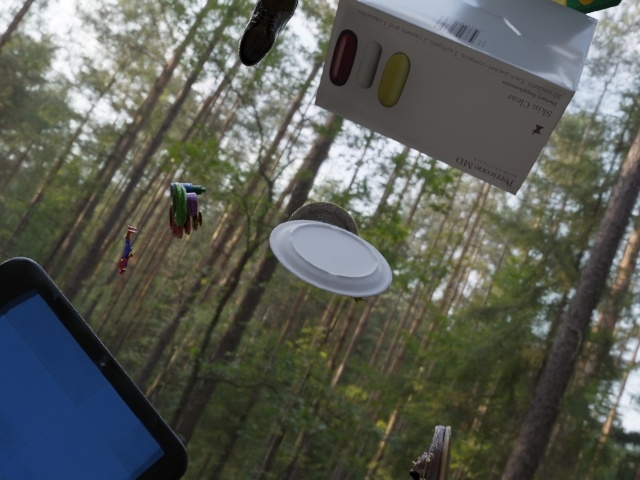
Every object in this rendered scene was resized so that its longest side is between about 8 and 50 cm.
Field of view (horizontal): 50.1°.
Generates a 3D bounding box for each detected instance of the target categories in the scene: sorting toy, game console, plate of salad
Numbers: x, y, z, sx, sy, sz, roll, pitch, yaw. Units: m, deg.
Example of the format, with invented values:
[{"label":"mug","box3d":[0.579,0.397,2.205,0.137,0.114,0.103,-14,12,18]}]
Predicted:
[{"label":"sorting toy","box3d":[-0.156,-0.040,0.819,0.042,0.061,0.102,-3,-15,-18]},{"label":"game console","box3d":[-0.296,0.181,0.608,0.293,0.173,0.250,50,6,0]},{"label":"plate of salad","box3d":[0.014,0.032,1.059,0.200,0.200,0.048,23,-61,5]}]

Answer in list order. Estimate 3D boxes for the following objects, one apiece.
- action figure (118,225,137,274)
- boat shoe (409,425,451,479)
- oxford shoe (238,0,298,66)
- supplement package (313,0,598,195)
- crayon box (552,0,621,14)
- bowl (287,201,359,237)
[{"label":"action figure","box3d":[-0.437,0.027,1.550,0.030,0.115,0.038,13,18,-26]},{"label":"boat shoe","box3d":[0.197,0.429,1.249,0.073,0.207,0.073,4,-44,17]},{"label":"oxford shoe","box3d":[-0.097,-0.440,1.341,0.083,0.227,0.096,21,28,-10]},{"label":"supplement package","box3d":[0.159,-0.210,0.806,0.262,0.204,0.145,25,-45,9]},{"label":"crayon box","box3d":[0.312,-0.437,0.827,0.081,0.165,0.278,-14,-37,4]},{"label":"bowl","box3d":[0.000,0.000,1.557,0.170,0.170,0.080,25,-4,0]}]
